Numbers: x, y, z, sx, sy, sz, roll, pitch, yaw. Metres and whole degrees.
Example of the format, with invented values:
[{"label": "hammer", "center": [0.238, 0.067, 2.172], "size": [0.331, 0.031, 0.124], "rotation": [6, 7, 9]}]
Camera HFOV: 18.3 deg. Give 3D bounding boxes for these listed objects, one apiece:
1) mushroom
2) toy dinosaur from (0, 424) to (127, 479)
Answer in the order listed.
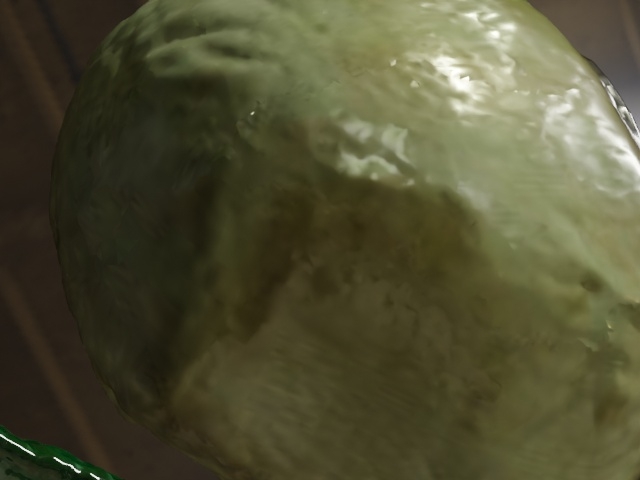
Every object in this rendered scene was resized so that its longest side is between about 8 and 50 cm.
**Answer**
[{"label": "mushroom", "center": [0.005, -0.001, 0.732], "size": [0.164, 0.267, 0.189], "rotation": [2, -28, -40]}, {"label": "toy dinosaur", "center": [-0.110, 0.055, 0.438], "size": [0.383, 0.076, 0.129], "rotation": [25, -28, -29]}]
